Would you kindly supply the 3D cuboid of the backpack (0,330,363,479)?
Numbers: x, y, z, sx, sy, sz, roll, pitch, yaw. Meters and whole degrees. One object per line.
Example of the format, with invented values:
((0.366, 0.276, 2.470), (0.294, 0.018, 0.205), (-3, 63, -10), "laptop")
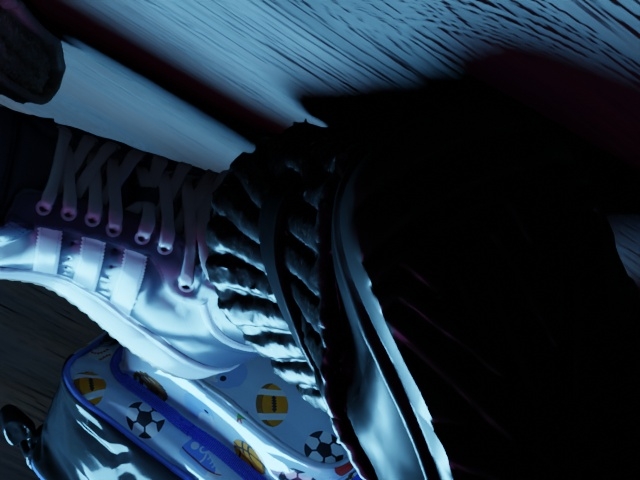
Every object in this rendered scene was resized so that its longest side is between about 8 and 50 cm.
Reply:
((-0.038, 0.120, 1.413), (0.276, 0.213, 0.263), (40, -145, 12), "backpack")

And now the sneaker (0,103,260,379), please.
((-0.099, -0.016, 1.066), (0.153, 0.099, 0.282), (-15, 144, 41), "sneaker")

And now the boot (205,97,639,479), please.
((0.067, 0.103, 0.877), (0.131, 0.348, 0.260), (-16, -179, -17), "boot")

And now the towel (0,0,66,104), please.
((-0.249, -0.150, 0.995), (0.187, 0.049, 0.282), (25, 174, 14), "towel")
